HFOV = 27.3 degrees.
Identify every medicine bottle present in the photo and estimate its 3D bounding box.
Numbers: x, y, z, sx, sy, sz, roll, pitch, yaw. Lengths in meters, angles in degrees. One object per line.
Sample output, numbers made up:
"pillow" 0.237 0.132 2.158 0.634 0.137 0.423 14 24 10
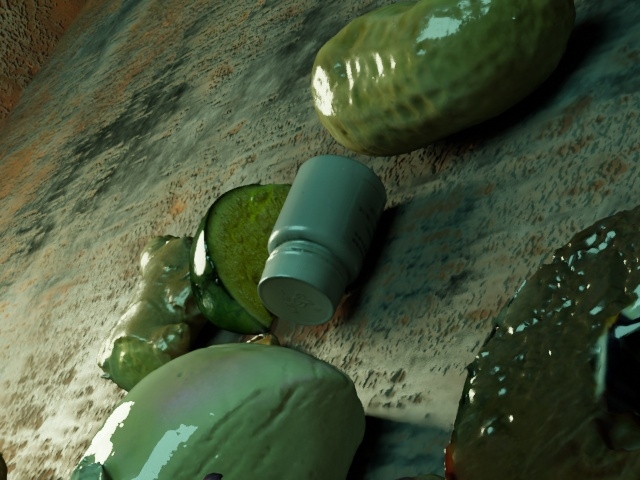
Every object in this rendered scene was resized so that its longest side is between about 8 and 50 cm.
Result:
"medicine bottle" 0.000 0.000 1.083 0.080 0.080 0.130 -24 34 47

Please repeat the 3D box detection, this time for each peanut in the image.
"peanut" 0.099 -0.150 1.078 0.253 0.122 0.137 -18 31 49

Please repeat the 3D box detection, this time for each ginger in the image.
"ginger" -0.143 0.057 1.280 0.137 0.074 0.213 -22 30 29

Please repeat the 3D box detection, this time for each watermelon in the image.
"watermelon" -0.079 0.016 1.211 0.075 0.092 0.181 -49 20 42

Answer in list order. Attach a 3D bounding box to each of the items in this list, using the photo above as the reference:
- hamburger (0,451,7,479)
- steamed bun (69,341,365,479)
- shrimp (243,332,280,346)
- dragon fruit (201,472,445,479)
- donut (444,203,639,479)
"hamburger" -0.420 0.306 1.331 0.309 0.132 0.211 -40 24 23
"steamed bun" -0.089 0.165 0.906 0.238 0.152 0.170 -60 25 -15
"shrimp" -0.121 0.156 1.110 0.236 0.053 0.133 -41 26 14
"dragon fruit" -0.013 0.207 0.664 0.282 0.211 0.147 -18 37 8
"donut" 0.178 0.072 0.590 0.270 0.103 0.269 -35 26 20
